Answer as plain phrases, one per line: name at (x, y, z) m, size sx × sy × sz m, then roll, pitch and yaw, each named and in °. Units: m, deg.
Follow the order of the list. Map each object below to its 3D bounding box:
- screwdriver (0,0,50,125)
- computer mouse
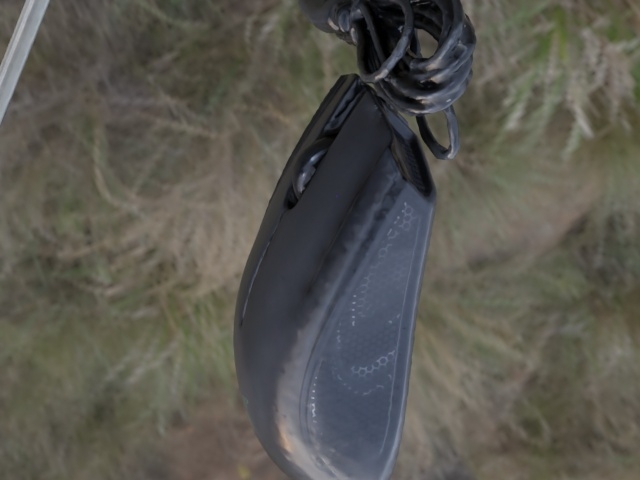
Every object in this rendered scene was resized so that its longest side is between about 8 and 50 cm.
screwdriver at (-0.050, -0.061, 0.321) m, size 0.025 × 0.024 × 0.170 m, roll 27°, pitch 98°, yaw -11°
computer mouse at (0.000, 0.000, 0.802) m, size 0.072 × 0.188 × 0.272 m, roll 1°, pitch 109°, yaw -15°
